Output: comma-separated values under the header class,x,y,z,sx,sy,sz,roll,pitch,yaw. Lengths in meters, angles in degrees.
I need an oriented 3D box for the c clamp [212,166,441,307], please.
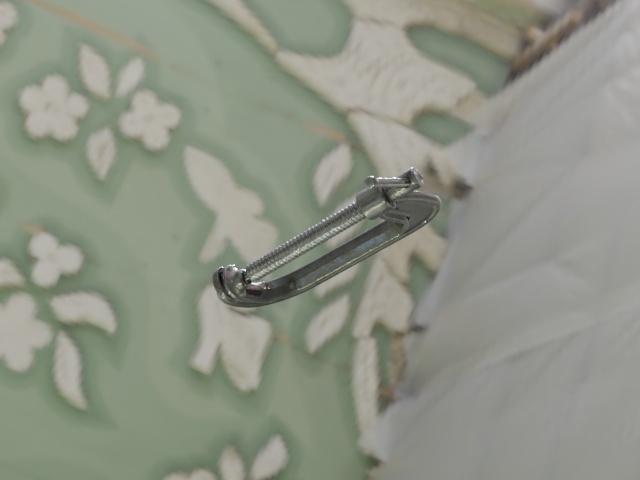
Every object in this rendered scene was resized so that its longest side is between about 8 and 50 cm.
class,x,y,z,sx,sy,sz,roll,pitch,yaw
c clamp,0.000,0.000,0.867,0.160,0.022,0.137,-32,165,29
